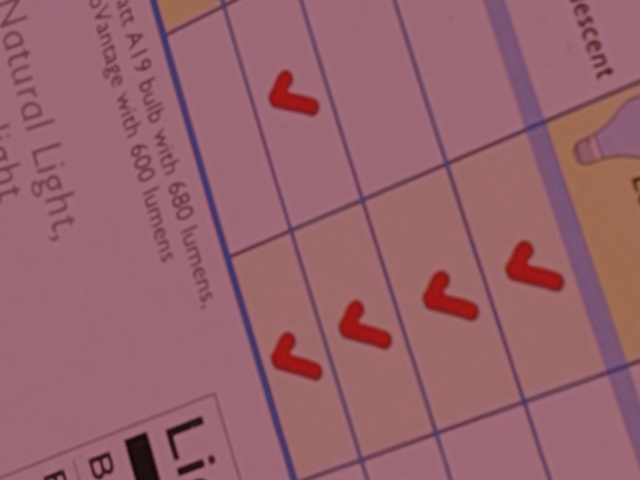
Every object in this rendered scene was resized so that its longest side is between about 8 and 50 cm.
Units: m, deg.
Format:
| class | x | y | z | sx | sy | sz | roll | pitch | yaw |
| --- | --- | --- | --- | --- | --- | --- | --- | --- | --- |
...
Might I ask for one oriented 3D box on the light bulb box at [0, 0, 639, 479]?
| class | x | y | z | sx | sy | sz | roll | pitch | yaw |
| --- | --- | --- | --- | --- | --- | --- | --- | --- | --- |
| light bulb box | 0.034 | 0.043 | 0.532 | 0.361 | 0.225 | 0.357 | -23 | 77 | 26 |
